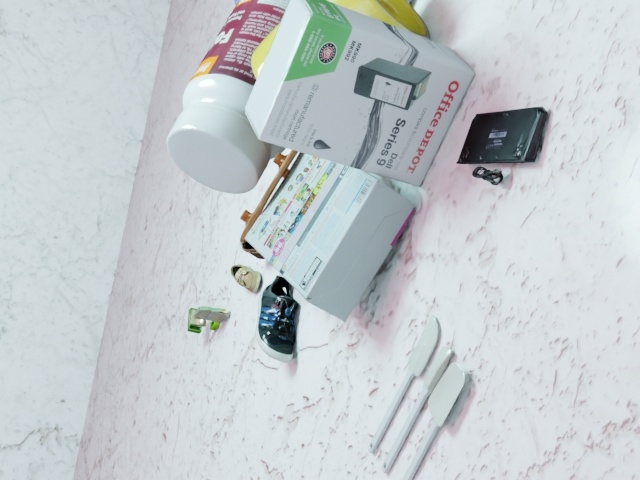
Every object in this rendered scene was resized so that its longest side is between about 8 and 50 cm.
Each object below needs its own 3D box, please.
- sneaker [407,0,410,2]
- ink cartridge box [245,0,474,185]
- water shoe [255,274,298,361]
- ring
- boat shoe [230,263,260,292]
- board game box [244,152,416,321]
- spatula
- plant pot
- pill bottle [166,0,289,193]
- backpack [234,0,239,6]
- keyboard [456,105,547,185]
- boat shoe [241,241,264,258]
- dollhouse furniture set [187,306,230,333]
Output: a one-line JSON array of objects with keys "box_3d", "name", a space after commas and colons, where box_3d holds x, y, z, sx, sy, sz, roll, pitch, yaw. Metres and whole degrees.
[{"box_3d": [0.133, -0.422, 1.794, 0.073, 0.063, 0.162, -84, 20, -72], "name": "sneaker"}, {"box_3d": [0.060, -0.230, 1.512, 0.211, 0.289, 0.121, -65, 26, 23], "name": "ink cartridge box"}, {"box_3d": [-0.083, 0.146, 1.900, 0.080, 0.072, 0.203, -59, 27, 29], "name": "water shoe"}, {"box_3d": [-0.070, -0.141, 1.912, 0.337, 0.032, 0.336, -57, 0, 1], "name": "ring"}, {"box_3d": [-0.169, 0.083, 2.188, 0.135, 0.045, 0.050, 21, 95, 68], "name": "boat shoe"}, {"box_3d": [0.008, -0.028, 1.670, 0.224, 0.097, 0.303, -57, 30, 5], "name": "board game box"}, {"box_3d": [0.131, 0.246, 1.385, 0.242, 0.019, 0.168, -66, 24, 21], "name": "spatula"}, {"box_3d": [0.049, -0.322, 1.690, 0.239, 0.254, 0.254, -45, 34, 26], "name": "plant pot"}, {"box_3d": [-0.131, -0.298, 1.907, 0.224, 0.224, 0.392, -37, 24, 57], "name": "pill bottle"}, {"box_3d": [-0.075, -0.556, 2.121, 0.213, 0.276, 0.264, 129, 143, -54], "name": "backpack"}, {"box_3d": [0.246, -0.126, 1.350, 0.180, 0.023, 0.108, 9, 78, 69], "name": "keyboard"}, {"box_3d": [-0.101, -0.006, 2.050, 0.207, 0.073, 0.073, -35, 43, 56], "name": "boat shoe"}, {"box_3d": [-0.272, 0.171, 2.341, 0.151, 0.076, 0.059, 137, 142, -54], "name": "dollhouse furniture set"}]
